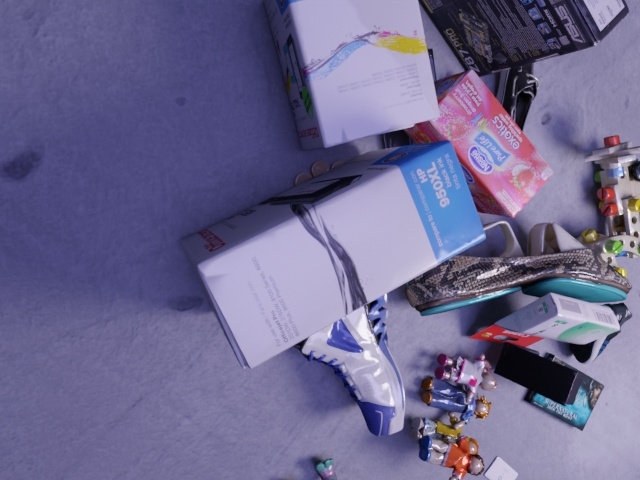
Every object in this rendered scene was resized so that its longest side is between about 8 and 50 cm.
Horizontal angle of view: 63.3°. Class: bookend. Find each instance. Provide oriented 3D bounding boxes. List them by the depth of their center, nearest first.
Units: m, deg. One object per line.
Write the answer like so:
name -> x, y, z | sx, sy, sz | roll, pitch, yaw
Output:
bookend -> 0.478, 0.283, 1.088 | 0.156, 0.157, 0.072 | 21, 90, -40

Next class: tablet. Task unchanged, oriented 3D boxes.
tablet -> 0.418, 0.541, 1.200 | 0.083, 0.006, 0.054 | 43, 82, -19

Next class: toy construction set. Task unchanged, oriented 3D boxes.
toy construction set -> 0.639, -0.076, 1.139 | 0.215, 0.151, 0.327 | -14, 112, -18

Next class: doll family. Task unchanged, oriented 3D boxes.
doll family -> 0.283, 0.365, 1.088 | 0.163, 0.118, 0.263 | 22, 71, -15

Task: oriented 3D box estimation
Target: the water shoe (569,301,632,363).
water shoe -> 0.621, 0.210, 1.147 | 0.080, 0.073, 0.203 | -12, 143, -6

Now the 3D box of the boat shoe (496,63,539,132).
boat shoe -> 0.405, -0.305, 1.050 | 0.078, 0.070, 0.219 | 8, 97, -37

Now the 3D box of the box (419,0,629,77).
box -> 0.264, -0.470, 0.854 | 0.097, 0.318, 0.395 | -45, 108, -11

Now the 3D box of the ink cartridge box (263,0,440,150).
ink cartridge box -> 0.045, -0.301, 0.849 | 0.197, 0.198, 0.270 | -17, 101, -10

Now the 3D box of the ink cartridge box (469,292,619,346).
ink cartridge box -> 0.446, 0.188, 1.053 | 0.181, 0.224, 0.056 | 14, 51, -26

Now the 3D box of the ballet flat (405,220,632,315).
ballet flat -> 0.399, 0.045, 1.046 | 0.483, 0.164, 0.182 | -2, 74, -12

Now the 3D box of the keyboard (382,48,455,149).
keyboard -> 0.215, -0.213, 1.022 | 0.202, 0.033, 0.317 | -11, 101, -13

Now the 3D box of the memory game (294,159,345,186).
memory game -> 0.019, -0.058, 0.978 | 0.186, 0.012, 0.186 | -3, 98, -20

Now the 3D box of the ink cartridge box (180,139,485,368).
ink cartridge box -> 0.000, 0.000, 0.819 | 0.395, 0.285, 0.166 | -27, 104, -15

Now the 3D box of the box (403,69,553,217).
box -> 0.285, -0.173, 0.964 | 0.257, 0.128, 0.122 | 44, 85, -17

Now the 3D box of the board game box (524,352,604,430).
board game box -> 0.578, 0.358, 1.225 | 0.186, 0.026, 0.126 | 29, 87, -21

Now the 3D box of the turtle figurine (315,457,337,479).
turtle figurine -> 0.033, 0.532, 0.945 | 0.175, 0.234, 0.118 | -16, 136, -29

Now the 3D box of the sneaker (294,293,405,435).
sneaker -> 0.037, 0.207, 0.969 | 0.182, 0.127, 0.315 | -12, 94, -15
